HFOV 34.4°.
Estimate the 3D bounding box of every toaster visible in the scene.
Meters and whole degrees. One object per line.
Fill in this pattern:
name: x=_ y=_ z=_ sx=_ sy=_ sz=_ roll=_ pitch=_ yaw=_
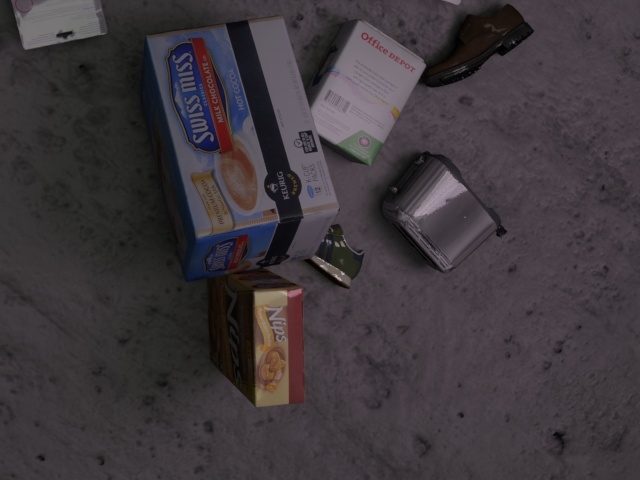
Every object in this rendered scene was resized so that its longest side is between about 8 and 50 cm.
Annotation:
toaster: x=0.221 y=-0.043 z=1.897 sx=0.146 sy=0.129 sz=0.227 roll=-45 pitch=110 yaw=-4

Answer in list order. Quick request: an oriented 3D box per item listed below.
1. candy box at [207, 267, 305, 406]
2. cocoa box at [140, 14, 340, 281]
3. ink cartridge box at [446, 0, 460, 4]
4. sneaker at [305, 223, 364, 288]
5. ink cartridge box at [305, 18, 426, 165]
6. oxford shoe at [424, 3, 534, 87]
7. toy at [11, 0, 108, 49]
candy box: x=-0.112 y=0.145 z=1.710 sx=0.087 sy=0.316 sz=0.183 roll=-3 pitch=98 yaw=-18
cocoa box: x=-0.141 y=-0.143 z=1.646 sx=0.227 sy=0.231 sz=0.347 roll=-11 pitch=74 yaw=-16
ink cartridge box: x=0.215 y=-0.531 z=1.861 sx=0.115 sy=0.067 sz=0.198 roll=14 pitch=91 yaw=-19
sneaker: x=0.000 y=0.000 z=1.866 sx=0.192 sy=0.064 sz=0.086 roll=39 pitch=77 yaw=-19
ink cartridge box: x=0.066 y=-0.262 z=1.834 sx=0.154 sy=0.093 sz=0.212 roll=30 pitch=89 yaw=-20
oxford shoe: x=0.275 y=-0.360 z=1.907 sx=0.227 sy=0.083 sz=0.096 roll=-34 pitch=88 yaw=-12
toy: x=-0.438 y=-0.434 z=1.665 sx=0.136 sy=0.056 sz=0.237 roll=-14 pitch=96 yaw=-12
